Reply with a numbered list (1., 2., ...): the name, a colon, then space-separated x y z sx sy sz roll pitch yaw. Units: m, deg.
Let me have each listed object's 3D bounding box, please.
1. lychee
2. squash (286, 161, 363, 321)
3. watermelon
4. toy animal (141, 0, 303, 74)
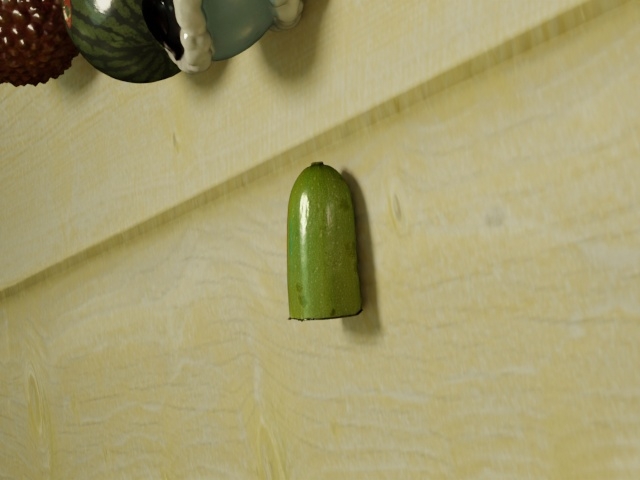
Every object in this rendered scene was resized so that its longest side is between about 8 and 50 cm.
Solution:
1. lychee: -0.512 -0.394 2.217 0.304 0.276 0.275 34 126 31
2. squash: 0.000 0.000 1.596 0.095 0.095 0.188 1 97 59
3. watermelon: -0.249 -0.317 1.835 0.212 0.212 0.212 19 112 57
4. toy animal: -0.114 -0.303 1.632 0.156 0.204 0.208 67 166 -12
